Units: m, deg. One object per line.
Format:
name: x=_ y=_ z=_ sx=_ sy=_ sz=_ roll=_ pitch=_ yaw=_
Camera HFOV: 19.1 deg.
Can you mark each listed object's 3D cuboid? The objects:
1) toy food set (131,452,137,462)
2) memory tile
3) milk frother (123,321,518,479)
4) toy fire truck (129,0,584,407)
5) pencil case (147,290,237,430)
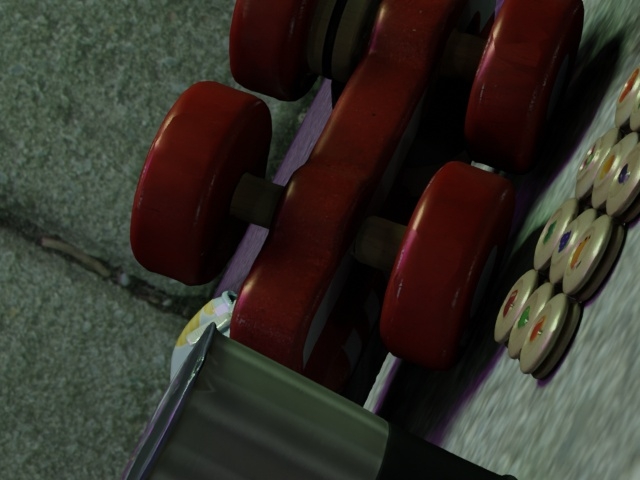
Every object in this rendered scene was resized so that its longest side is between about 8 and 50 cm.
toy food set: x=-0.075 y=0.172 z=1.457 sx=0.128 sy=0.071 sz=0.218 roll=-39 pitch=6 yaw=-5
memory tile: x=0.116 y=-0.013 z=0.806 sx=0.148 sy=0.012 sz=0.113 roll=-61 pitch=6 yaw=5
milk frother: x=-0.016 y=0.129 z=0.703 sx=0.129 sy=0.134 sz=0.143 roll=-60 pitch=6 yaw=31
toy fire truck: x=0.024 y=-0.016 z=1.025 sx=0.254 sy=0.169 sz=0.302 roll=92 pitch=-161 yaw=-56
pencil case: x=-0.061 y=0.143 z=1.158 sx=0.273 sy=0.113 sz=0.124 roll=-73 pitch=-6 yaw=-58
